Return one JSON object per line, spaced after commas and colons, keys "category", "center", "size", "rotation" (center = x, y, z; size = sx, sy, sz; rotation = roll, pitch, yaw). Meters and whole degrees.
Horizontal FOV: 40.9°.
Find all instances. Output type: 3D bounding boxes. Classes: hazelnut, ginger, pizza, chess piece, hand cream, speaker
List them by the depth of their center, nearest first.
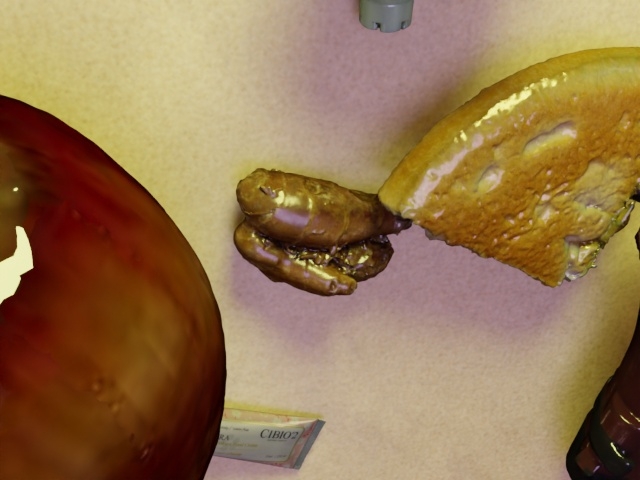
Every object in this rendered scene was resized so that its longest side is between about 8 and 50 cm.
{"category": "hazelnut", "center": [-0.253, 0.119, 0.568], "size": [0.421, 0.353, 0.421], "rotation": [-5, 99, -34]}
{"category": "chess piece", "center": [0.052, -0.211, 0.641], "size": [0.067, 0.067, 0.103], "rotation": [-6, 126, -11]}
{"category": "ginger", "center": [0.000, 0.000, 0.729], "size": [0.162, 0.073, 0.103], "rotation": [8, 115, -20]}
{"category": "pizza", "center": [0.193, -0.052, 0.747], "size": [0.289, 0.081, 0.229], "rotation": [-28, 125, -7]}
{"category": "hand cream", "center": [-0.098, 0.185, 0.823], "size": [0.209, 0.043, 0.067], "rotation": [15, 112, -27]}
{"category": "speaker", "center": [0.367, 0.110, 0.853], "size": [0.259, 0.198, 0.329], "rotation": [-47, 158, -35]}
